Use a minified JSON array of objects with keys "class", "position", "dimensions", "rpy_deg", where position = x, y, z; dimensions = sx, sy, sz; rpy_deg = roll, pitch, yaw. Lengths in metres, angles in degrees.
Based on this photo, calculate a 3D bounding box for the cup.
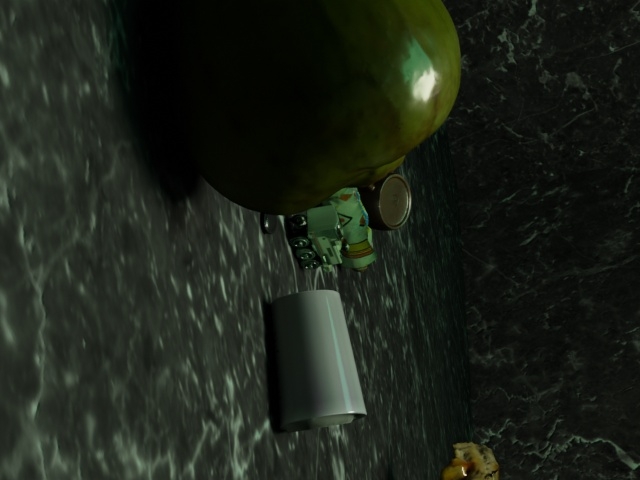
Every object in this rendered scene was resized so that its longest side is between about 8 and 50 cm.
[{"class":"cup","position":[-0.008,0.110,1.004],"dimensions":[0.104,0.074,0.116],"rpy_deg":[123,-40,-69]}]

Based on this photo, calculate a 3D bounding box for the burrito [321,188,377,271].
[{"class":"burrito","position":[0.019,-0.073,1.284],"dimensions":[0.288,0.054,0.104],"rpy_deg":[67,18,-55]}]

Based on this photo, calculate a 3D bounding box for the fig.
[{"class":"fig","position":[-0.019,-0.136,0.787],"dimensions":[0.225,0.203,0.203],"rpy_deg":[62,10,2]}]

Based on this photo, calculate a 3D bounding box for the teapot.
[{"class":"teapot","position":[0.068,-0.054,1.519],"dimensions":[0.121,0.068,0.076],"rpy_deg":[38,63,-45]}]

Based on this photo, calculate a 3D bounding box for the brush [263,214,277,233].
[{"class":"brush","position":[-0.042,-0.025,1.051],"dimensions":[0.083,0.008,0.024],"rpy_deg":[-65,143,-71]}]

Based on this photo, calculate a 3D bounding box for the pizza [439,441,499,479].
[{"class":"pizza","position":[0.128,0.430,1.323],"dimensions":[0.406,0.130,0.440],"rpy_deg":[53,41,-68]}]

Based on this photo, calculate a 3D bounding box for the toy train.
[{"class":"toy train","position":[0.000,0.000,1.135],"dimensions":[0.083,0.053,0.033],"rpy_deg":[64,20,-55]}]
